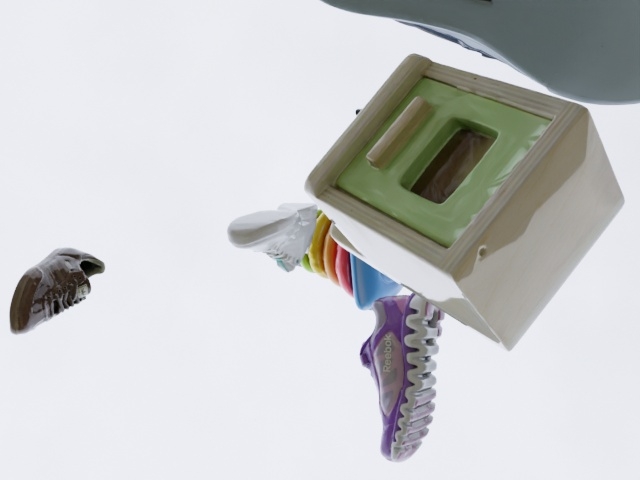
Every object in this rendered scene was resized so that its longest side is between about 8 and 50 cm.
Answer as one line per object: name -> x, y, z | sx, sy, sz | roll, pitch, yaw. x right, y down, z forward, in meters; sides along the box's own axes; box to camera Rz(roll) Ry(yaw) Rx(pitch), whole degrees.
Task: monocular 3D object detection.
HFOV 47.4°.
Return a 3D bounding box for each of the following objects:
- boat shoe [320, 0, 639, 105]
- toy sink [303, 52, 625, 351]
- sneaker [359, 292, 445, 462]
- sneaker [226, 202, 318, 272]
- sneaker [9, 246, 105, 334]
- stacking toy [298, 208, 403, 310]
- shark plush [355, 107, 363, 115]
boat shoe -> 0.078, -0.121, 0.332 | 0.183, 0.083, 0.065 | 18, -61, -5
toy sink -> 0.091, -0.048, 0.595 | 0.153, 0.131, 0.234 | -50, -137, -6
sneaker -> 0.102, 0.179, 0.998 | 0.104, 0.095, 0.237 | 5, -96, 28
sneaker -> -0.057, 0.003, 1.032 | 0.080, 0.212, 0.094 | 4, -79, 25
sneaker -> -0.346, 0.061, 0.967 | 0.071, 0.188, 0.066 | 8, -62, 0
stacking toy -> 0.000, 0.000, 1.279 | 0.301, 0.166, 0.175 | 13, -148, 33
shark plush -> 0.105, -0.213, 1.320 | 0.073, 0.067, 0.161 | 24, -142, 10
